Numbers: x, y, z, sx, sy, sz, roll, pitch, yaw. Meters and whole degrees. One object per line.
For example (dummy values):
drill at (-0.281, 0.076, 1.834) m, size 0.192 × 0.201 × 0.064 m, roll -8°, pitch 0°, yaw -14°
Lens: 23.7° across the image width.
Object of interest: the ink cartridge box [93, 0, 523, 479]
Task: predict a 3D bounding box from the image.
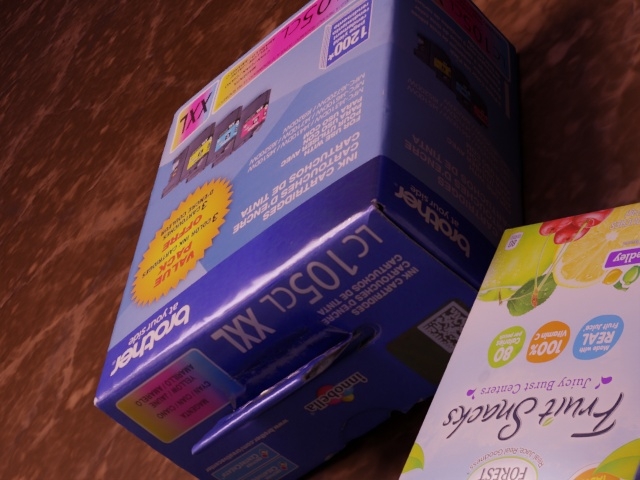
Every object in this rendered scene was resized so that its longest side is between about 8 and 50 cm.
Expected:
ink cartridge box at (0.000, 0.000, 1.063) m, size 0.270 × 0.151 × 0.395 m, roll -36°, pitch 30°, yaw 30°

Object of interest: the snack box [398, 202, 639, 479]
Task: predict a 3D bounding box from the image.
snack box at (0.140, 0.081, 0.795) m, size 0.174 × 0.070 × 0.207 m, roll -14°, pitch 45°, yaw 52°
